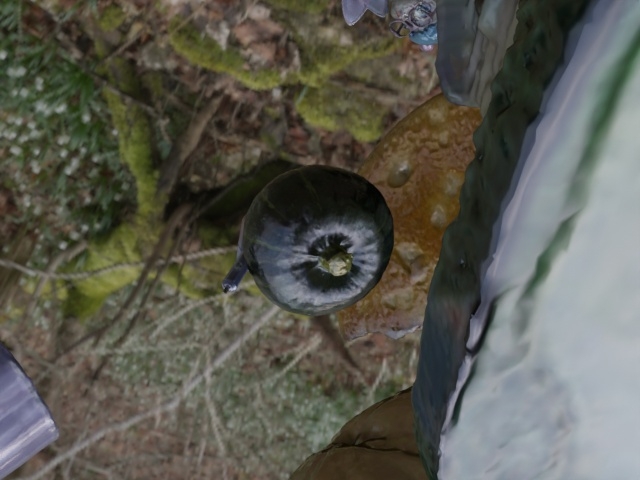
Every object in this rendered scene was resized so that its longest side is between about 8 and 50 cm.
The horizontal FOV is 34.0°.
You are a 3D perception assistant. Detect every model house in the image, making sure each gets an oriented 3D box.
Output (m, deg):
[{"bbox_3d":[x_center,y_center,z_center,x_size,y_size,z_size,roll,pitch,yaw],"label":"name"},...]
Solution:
[{"bbox_3d":[0.158,-0.047,0.518,0.243,0.284,0.299,3,125,-9],"label":"model house"}]

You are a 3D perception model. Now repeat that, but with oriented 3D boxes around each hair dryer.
[{"bbox_3d":[-0.086,0.022,1.160,0.037,0.114,0.063,17,128,8],"label":"hair dryer"}]

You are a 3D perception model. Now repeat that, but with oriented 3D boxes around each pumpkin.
[{"bbox_3d":[-0.001,-0.001,1.125,0.167,0.125,0.167,0,92,-9],"label":"pumpkin"}]

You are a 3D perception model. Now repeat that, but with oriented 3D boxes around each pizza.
[{"bbox_3d":[0.153,-0.017,1.237,0.277,0.114,0.409,39,118,23],"label":"pizza"}]

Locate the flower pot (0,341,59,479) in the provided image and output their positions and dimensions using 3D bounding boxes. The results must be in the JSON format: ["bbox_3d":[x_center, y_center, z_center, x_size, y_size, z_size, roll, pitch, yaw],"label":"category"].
[{"bbox_3d":[-0.477,0.219,1.215,0.265,0.243,0.265,33,150,22],"label":"flower pot"}]

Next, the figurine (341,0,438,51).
[{"bbox_3d":[0.099,-0.354,1.293,0.260,0.103,0.205,42,147,-18],"label":"figurine"}]

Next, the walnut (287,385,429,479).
[{"bbox_3d":[0.102,0.251,0.630,0.332,0.333,0.333,5,132,6],"label":"walnut"}]
